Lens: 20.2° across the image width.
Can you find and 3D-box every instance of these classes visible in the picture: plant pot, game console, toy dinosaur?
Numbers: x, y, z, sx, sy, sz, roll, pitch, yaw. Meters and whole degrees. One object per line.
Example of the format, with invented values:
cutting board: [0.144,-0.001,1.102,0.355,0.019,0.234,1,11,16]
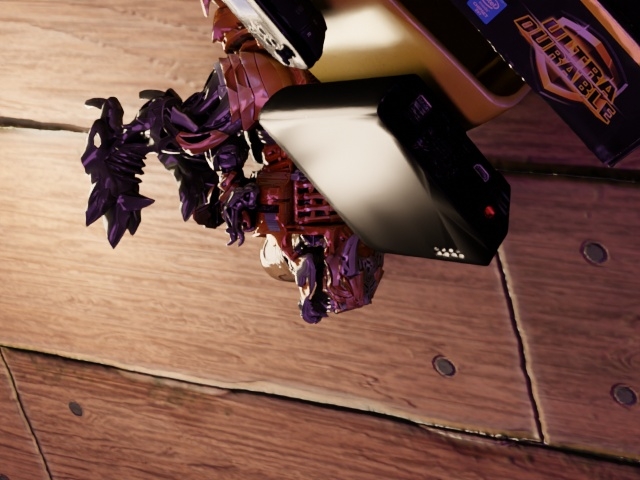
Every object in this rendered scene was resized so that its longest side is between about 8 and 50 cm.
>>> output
plant pot: [0.069,-0.182,1.158,0.212,0.212,0.187,44,153,1]
game console: [-0.027,-0.125,1.124,0.361,0.044,0.213,49,166,-16]
toy dinosaur: [-0.055,-0.090,1.380,0.218,0.164,0.322,-24,63,32]

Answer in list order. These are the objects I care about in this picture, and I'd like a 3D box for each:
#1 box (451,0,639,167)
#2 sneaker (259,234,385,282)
box: [0.157,-0.224,0.951,0.257,0.322,0.079,48,140,-2]
sneaker: [0.000,0.000,1.450,0.188,0.071,0.066,-27,103,47]
